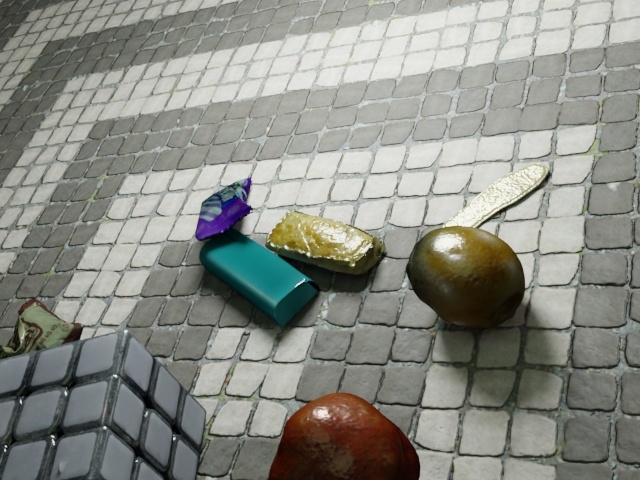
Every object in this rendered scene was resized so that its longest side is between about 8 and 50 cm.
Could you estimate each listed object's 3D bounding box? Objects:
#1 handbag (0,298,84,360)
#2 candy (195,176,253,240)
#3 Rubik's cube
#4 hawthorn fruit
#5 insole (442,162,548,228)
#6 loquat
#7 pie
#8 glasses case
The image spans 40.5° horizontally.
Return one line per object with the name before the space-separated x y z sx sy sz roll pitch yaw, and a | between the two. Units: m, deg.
handbag | -0.634 0.251 1.936 0.235 0.127 0.213 18 79 50
candy | -0.220 -0.078 2.010 0.145 0.070 0.275 -25 22 5
Rubik's cube | -0.415 0.381 1.550 0.305 0.301 0.304 -15 44 17
hawthorn fruit | 0.050 0.363 1.361 0.260 0.224 0.224 18 61 38
insole | 0.351 -0.082 1.750 0.247 0.011 0.081 -36 43 -3
loquat | 0.259 0.062 1.553 0.179 0.179 0.227 -42 47 -11
pie | 0.000 0.000 1.838 0.282 0.068 0.129 16 57 39
glasses case | -0.140 0.066 1.862 0.117 0.070 0.301 -45 42 -15
